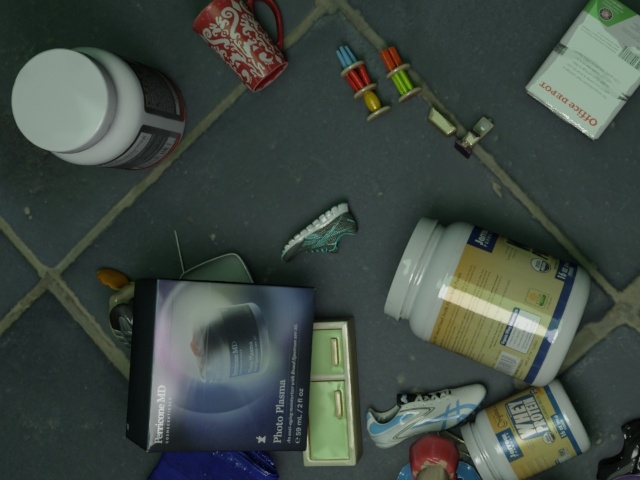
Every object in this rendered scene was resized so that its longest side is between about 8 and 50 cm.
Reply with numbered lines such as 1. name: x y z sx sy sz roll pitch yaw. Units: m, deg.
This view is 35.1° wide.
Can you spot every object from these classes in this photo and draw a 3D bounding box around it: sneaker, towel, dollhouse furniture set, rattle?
1. sneaker: -0.306 0.169 1.936 0.086 0.229 0.132 12 52 39
2. sneaker: 0.606 0.350 1.800 0.124 0.107 0.283 40 98 13
3. sneaker: 0.000 0.000 1.924 0.166 0.065 0.076 -36 89 11
4. towel: -0.228 0.498 1.959 0.227 0.076 0.308 33 110 14
5. sneaker: 0.195 0.314 1.882 0.237 0.085 0.086 -23 102 11
6. dollhouse furniture set: 0.261 -0.226 1.862 0.114 0.091 0.081 43 84 10
7. rattle: -0.380 0.168 2.004 0.142 0.130 0.200 4 124 28

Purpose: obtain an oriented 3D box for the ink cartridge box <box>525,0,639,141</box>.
1. ink cartridge box: 0.491 -0.307 1.801 0.160 0.092 0.219 38 99 8

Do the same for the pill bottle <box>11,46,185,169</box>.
1. pill bottle: -0.396 -0.238 1.837 0.210 0.363 0.210 0 91 11

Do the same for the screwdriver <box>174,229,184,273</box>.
1. screwdriver: -0.268 0.062 1.997 0.025 0.024 0.170 -10 88 40

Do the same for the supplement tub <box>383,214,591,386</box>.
1. supplement tub: 0.291 0.101 1.785 0.316 0.228 0.228 22 96 9

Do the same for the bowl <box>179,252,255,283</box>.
1. bowl: -0.189 0.105 1.967 0.142 0.053 0.142 -22 87 11

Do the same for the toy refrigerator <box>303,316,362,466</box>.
1. toy refrigerator: 0.016 0.285 1.913 0.102 0.094 0.270 -3 91 11

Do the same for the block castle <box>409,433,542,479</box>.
1. block castle: 0.207 0.567 1.770 0.303 0.213 0.453 25 120 -6

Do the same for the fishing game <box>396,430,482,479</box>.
1. fishing game: 0.225 0.497 1.908 0.189 0.041 0.264 33 98 10

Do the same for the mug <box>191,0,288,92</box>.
1. mug: -0.134 -0.384 1.913 0.150 0.113 0.169 -39 88 11

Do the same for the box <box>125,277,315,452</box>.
1. box: -0.179 0.221 1.804 0.294 0.182 0.296 4 87 -21

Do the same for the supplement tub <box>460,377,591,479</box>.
1. supplement tub: 0.368 0.349 1.818 0.199 0.144 0.144 -27 87 8

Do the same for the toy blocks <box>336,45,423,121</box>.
1. toy blocks: 0.105 -0.316 1.896 0.123 0.054 0.148 -30 86 11
